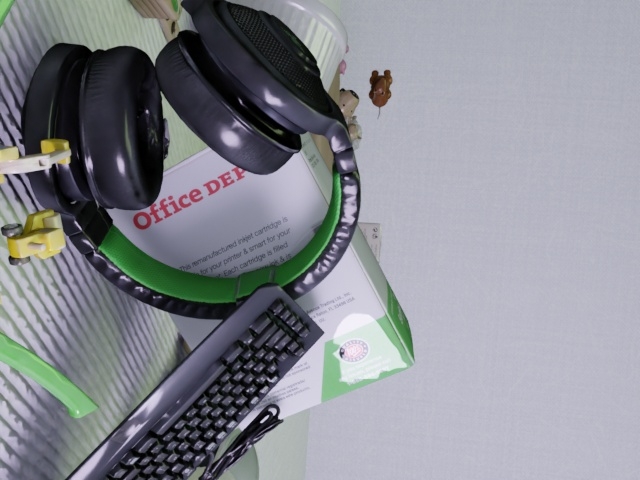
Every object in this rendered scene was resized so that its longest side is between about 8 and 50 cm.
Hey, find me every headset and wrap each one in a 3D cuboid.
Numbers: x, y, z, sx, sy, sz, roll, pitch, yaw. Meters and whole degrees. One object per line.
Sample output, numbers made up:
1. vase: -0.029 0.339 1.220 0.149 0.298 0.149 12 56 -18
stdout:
1. headset: -0.113 -0.118 0.436 0.185 0.244 0.393 -96 168 -58

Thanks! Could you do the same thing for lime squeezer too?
1. lime squeezer: -0.198 -0.010 0.315 0.110 0.059 0.310 -13 110 -38

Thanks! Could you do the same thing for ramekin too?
1. ramekin: -0.072 -0.265 0.780 0.207 0.207 0.108 61 43 -78

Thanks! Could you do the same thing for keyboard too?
1. keyboard: -0.114 0.189 0.483 0.317 0.033 0.201 -45 147 -7

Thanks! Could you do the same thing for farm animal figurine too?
1. farm animal figurine: 0.010 -0.361 1.379 0.326 0.331 0.172 -48 -151 50

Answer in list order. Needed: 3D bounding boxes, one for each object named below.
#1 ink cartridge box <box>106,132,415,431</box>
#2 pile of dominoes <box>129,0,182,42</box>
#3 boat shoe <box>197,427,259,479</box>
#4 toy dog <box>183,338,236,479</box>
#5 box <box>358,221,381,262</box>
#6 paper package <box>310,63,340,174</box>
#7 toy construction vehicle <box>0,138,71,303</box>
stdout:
1. ink cartridge box: -0.055 0.031 0.592 0.289 0.211 0.121 62 14 -12
2. pile of dominoes: -0.164 -0.365 0.584 0.196 0.040 0.250 46 50 -81
3. boat shoe: -0.172 0.386 0.843 0.302 0.091 0.114 4 63 -82
4. toy dog: -0.137 0.238 0.701 0.333 0.161 0.220 -78 170 -51
5. box: 0.000 0.000 1.229 0.113 0.276 0.094 4 90 -85
6. paper package: -0.056 -0.209 1.091 0.309 0.168 0.324 -79 171 -48
7. toy construction vehicle: -0.170 -0.009 0.286 0.098 0.035 0.085 -38 132 -64
